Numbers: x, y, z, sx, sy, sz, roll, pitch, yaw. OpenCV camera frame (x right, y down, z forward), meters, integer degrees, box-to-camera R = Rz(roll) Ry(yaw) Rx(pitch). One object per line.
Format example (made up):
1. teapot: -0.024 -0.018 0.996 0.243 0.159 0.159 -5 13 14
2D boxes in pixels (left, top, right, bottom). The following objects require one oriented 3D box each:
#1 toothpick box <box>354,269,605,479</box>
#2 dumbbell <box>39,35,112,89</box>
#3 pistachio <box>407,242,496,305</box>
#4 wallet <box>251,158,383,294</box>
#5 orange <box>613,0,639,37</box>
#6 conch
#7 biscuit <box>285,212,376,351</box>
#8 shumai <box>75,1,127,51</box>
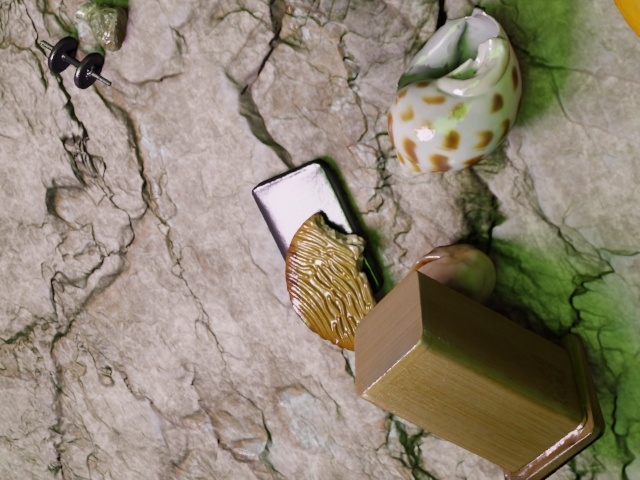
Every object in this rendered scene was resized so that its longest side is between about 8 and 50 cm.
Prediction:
1. toothpick box: 0.214 0.193 1.598 0.308 0.190 0.187 28 127 -23
2. dumbbell: -0.406 -0.295 1.872 0.147 0.069 0.069 32 121 13
3. pistachio: 0.187 0.080 1.688 0.124 0.124 0.185 33 132 13
4. wallet: 0.000 0.000 1.796 0.149 0.044 0.250 -23 98 27
5. orange: 0.475 -0.349 1.260 0.341 0.293 0.340 14 117 29
6. conch: 0.181 -0.181 1.568 0.149 0.182 0.275 35 130 -29
7. biscuit: 0.033 0.078 1.770 0.228 0.031 0.176 41 117 3
8. shumai: -0.357 -0.350 1.819 0.080 0.083 0.082 11 77 2
